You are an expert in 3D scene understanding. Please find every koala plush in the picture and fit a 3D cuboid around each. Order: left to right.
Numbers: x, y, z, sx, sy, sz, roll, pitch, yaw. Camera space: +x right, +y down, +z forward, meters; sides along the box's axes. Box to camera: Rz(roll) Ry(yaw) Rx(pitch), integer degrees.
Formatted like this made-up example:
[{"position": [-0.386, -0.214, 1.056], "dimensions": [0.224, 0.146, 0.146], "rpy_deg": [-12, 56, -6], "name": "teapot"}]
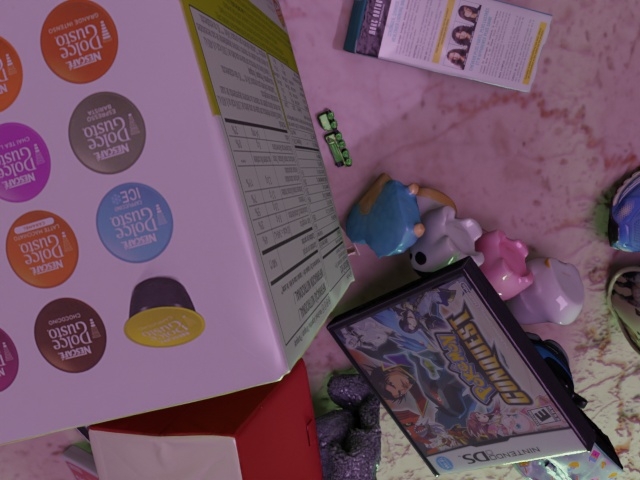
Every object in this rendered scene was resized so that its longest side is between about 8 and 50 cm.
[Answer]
[{"position": [-0.034, 0.302, 0.903], "dimensions": [0.221, 0.203, 0.196], "rpy_deg": [8, 109, -2], "name": "koala plush"}]

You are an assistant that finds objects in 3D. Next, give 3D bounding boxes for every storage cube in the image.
[{"position": [-0.120, 0.260, 0.742], "dimensions": [0.184, 0.193, 0.215], "rpy_deg": [-3, 101, 20], "name": "storage cube"}]

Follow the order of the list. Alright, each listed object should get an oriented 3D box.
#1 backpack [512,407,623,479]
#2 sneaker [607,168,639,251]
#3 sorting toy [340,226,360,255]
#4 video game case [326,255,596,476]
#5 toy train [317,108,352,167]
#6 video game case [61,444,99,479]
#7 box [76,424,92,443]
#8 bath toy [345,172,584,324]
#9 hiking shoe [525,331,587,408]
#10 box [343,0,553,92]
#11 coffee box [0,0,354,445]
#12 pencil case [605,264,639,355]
[{"position": [0.366, 0.317, 0.996], "dimensions": [0.188, 0.166, 0.144], "rpy_deg": [35, 96, -20], "name": "backpack"}, {"position": [0.578, -0.048, 0.927], "dimensions": [0.330, 0.147, 0.129], "rpy_deg": [-13, 111, -7], "name": "sneaker"}, {"position": [0.000, 0.000, 0.873], "dimensions": [0.083, 0.045, 0.075], "rpy_deg": [-24, 105, -3], "name": "sorting toy"}, {"position": [0.170, 0.179, 0.828], "dimensions": [0.248, 0.035, 0.275], "rpy_deg": [-31, 98, 43], "name": "video game case"}, {"position": [0.019, -0.133, 0.842], "dimensions": [0.024, 0.017, 0.083], "rpy_deg": [-21, 113, 6], "name": "toy train"}, {"position": [-0.247, 0.425, 0.895], "dimensions": [0.025, 0.204, 0.285], "rpy_deg": [-39, 119, -40], "name": "video game case"}, {"position": [-0.263, 0.150, 0.855], "dimensions": [0.216, 0.060, 0.270], "rpy_deg": [-33, 113, -1], "name": "box"}, {"position": [0.209, 0.028, 0.884], "dimensions": [0.348, 0.151, 0.129], "rpy_deg": [25, 138, -23], "name": "bath toy"}, {"position": [0.206, 0.161, 0.895], "dimensions": [0.304, 0.132, 0.113], "rpy_deg": [7, 98, 6], "name": "hiking shoe"}, {"position": [0.160, -0.261, 0.803], "dimensions": [0.244, 0.060, 0.100], "rpy_deg": [9, 107, -15], "name": "box"}, {"position": [-0.188, -0.046, 0.571], "dimensions": [0.338, 0.338, 0.334], "rpy_deg": [-15, 94, 11], "name": "coffee box"}, {"position": [0.671, 0.092, 0.979], "dimensions": [0.410, 0.183, 0.159], "rpy_deg": [-7, 110, -11], "name": "pencil case"}]
